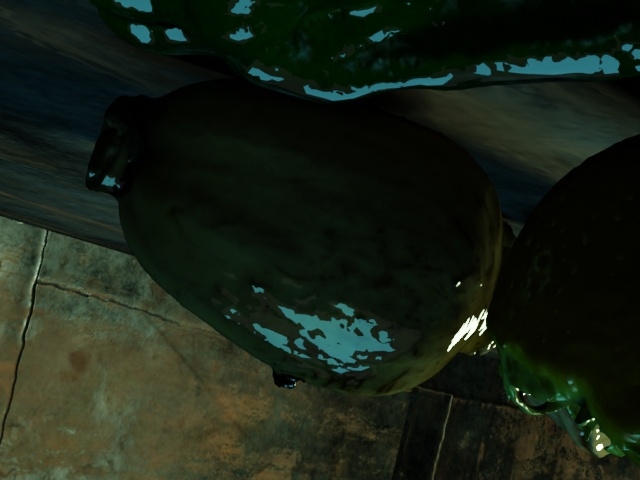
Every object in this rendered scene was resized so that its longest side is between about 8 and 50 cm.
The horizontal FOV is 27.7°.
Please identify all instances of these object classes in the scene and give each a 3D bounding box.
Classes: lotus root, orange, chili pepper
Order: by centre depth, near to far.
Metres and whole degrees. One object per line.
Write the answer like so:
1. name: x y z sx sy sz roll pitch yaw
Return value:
1. chili pepper: 0.026 -0.078 0.344 0.257 0.074 0.100 5 168 30
2. orange: 0.182 0.031 0.553 0.179 0.158 0.237 0 163 40
3. lotus root: 0.000 0.000 0.688 0.257 0.154 0.140 21 -165 -4

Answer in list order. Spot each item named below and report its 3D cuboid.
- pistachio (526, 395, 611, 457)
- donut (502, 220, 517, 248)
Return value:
1. pistachio: 0.204 0.073 0.960 0.157 0.157 0.229 11 161 25
2. donut: 0.007 0.014 1.037 0.303 0.110 0.303 14 173 2
